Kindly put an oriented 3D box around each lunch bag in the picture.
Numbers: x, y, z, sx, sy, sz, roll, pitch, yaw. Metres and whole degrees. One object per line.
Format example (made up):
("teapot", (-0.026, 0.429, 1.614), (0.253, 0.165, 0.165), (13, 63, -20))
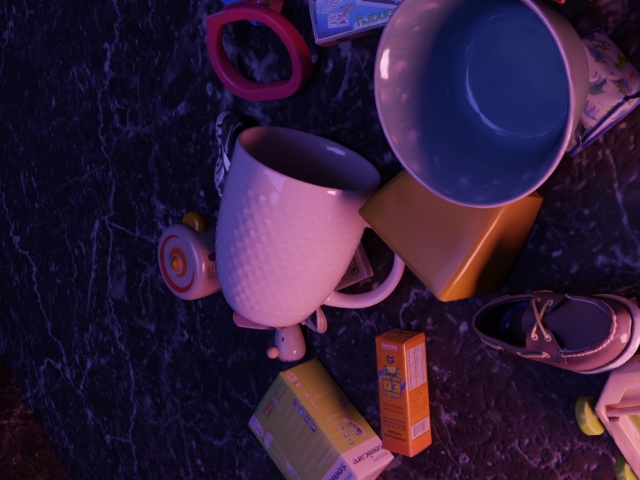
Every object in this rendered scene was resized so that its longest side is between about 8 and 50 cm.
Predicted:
("lunch bag", (0.379, -0.213, 1.058), (0.129, 0.096, 0.151), (58, 149, 14))

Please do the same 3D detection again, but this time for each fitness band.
("fitness band", (-0.136, -0.394, 1.508), (0.290, 0.054, 0.209), (7, 133, 46))

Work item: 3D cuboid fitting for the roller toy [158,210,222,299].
("roller toy", (-0.304, 0.044, 1.774), (0.209, 0.146, 0.191), (-40, 72, 43))

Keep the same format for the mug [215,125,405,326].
("mug", (-0.019, 0.002, 1.379), (0.374, 0.276, 0.328), (19, 115, 1))

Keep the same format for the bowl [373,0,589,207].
("bowl", (0.242, -0.215, 1.002), (0.311, 0.163, 0.312), (23, 124, 39))

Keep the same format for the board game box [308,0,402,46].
("board game box", (0.119, -0.459, 1.208), (0.305, 0.053, 0.193), (-8, 94, 24))

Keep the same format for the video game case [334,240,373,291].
("video game case", (0.000, 0.000, 1.542), (0.206, 0.026, 0.227), (-27, 81, 45))

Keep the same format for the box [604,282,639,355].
("box", (0.506, 0.126, 1.017), (0.180, 0.077, 0.147), (-23, 83, 46))

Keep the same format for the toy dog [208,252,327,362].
("toy dog", (-0.144, 0.117, 1.605), (0.334, 0.161, 0.220), (62, 150, 17))

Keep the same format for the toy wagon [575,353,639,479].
("toy wagon", (0.532, 0.297, 0.990), (0.267, 0.068, 0.344), (-23, 108, 46))

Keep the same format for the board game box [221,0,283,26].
("board game box", (-0.141, -0.644, 1.496), (0.242, 0.064, 0.317), (42, 127, 30))

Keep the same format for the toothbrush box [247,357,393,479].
("toothbrush box", (-0.007, 0.439, 1.588), (0.283, 0.122, 0.206), (49, 130, 26))

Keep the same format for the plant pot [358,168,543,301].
("plant pot", (0.232, -0.047, 1.178), (0.212, 0.212, 0.187), (49, 117, 26))

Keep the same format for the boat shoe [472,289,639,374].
("boat shoe", (0.340, 0.129, 1.076), (0.324, 0.096, 0.117), (160, 124, -74))

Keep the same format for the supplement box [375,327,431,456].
("supplement box", (0.162, 0.295, 1.412), (0.078, 0.080, 0.233), (3, 100, 43))

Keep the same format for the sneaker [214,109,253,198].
("sneaker", (-0.187, -0.180, 1.649), (0.106, 0.078, 0.234), (11, 105, 46))

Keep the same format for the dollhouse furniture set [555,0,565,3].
("dollhouse furniture set", (0.232, -0.477, 1.013), (0.374, 0.201, 0.152), (33, 121, 22))
